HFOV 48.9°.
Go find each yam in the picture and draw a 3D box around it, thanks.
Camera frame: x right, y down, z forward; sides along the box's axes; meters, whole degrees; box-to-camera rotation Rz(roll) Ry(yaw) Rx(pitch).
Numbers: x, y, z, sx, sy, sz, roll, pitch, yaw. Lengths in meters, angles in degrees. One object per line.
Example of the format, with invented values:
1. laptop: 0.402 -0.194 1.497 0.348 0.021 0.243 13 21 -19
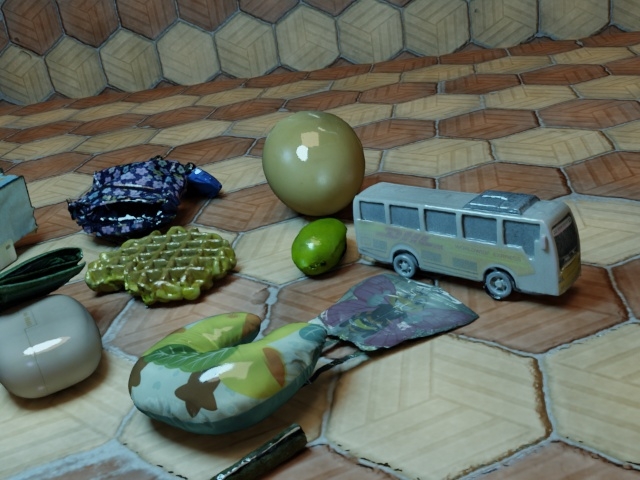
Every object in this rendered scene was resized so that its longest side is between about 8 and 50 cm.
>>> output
1. yam: -0.072 0.239 0.744 0.130 0.033 0.027 -27 56 -26

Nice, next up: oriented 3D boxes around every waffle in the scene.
1. waffle: -0.272 0.045 1.208 0.249 0.056 0.253 -20 27 -22

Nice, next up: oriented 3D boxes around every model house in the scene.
1. model house: -0.716 -0.026 1.370 0.207 0.178 0.271 5 30 16

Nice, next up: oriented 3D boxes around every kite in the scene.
1. kite: 0.036 0.128 0.956 0.361 0.022 0.204 -25 29 -32

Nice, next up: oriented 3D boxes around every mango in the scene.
1. mango: 0.000 0.000 1.186 0.091 0.074 0.165 -6 24 12

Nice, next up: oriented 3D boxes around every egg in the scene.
1. egg: -0.011 -0.146 1.368 0.201 0.201 0.244 -11 38 -5

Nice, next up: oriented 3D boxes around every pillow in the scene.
1. pillow: -0.120 0.153 0.865 0.233 0.086 0.214 3 26 44

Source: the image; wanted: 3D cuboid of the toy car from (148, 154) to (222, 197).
1. toy car: -0.310 -0.136 1.590 0.216 0.103 0.063 17 74 41

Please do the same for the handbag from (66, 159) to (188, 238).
1. handbag: -0.383 -0.081 1.439 0.229 0.126 0.207 -6 30 6

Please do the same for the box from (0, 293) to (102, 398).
1. box: -0.387 0.144 0.987 0.146 0.088 0.200 -22 25 -24

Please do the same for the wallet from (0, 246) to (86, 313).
1. wallet: -0.482 0.085 1.087 0.236 0.055 0.160 -29 -3 37

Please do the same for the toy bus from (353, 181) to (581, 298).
1. toy bus: 0.209 -0.008 1.052 0.343 0.138 0.097 10 28 40
